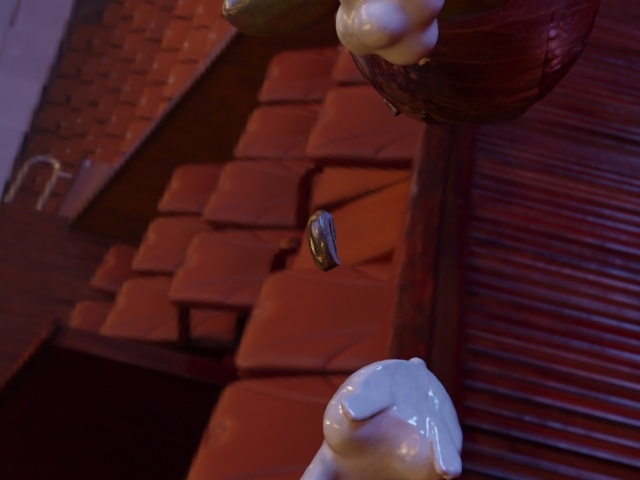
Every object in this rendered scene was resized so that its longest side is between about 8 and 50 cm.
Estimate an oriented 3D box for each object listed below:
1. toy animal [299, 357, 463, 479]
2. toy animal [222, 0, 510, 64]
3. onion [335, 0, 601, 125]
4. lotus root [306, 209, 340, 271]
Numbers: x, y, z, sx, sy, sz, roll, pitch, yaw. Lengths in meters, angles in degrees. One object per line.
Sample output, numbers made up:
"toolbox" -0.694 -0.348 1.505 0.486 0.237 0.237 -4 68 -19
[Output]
"toy animal" 0.034 0.248 1.126 0.138 0.141 0.282 -87 22 -63
"toy animal" 0.077 -0.205 0.682 0.181 0.180 0.363 -15 49 47
"onion" 0.195 -0.293 1.197 0.348 0.385 0.347 170 90 -81
"lotus root" -0.001 -0.001 1.514 0.030 0.037 0.083 19 -124 -53
